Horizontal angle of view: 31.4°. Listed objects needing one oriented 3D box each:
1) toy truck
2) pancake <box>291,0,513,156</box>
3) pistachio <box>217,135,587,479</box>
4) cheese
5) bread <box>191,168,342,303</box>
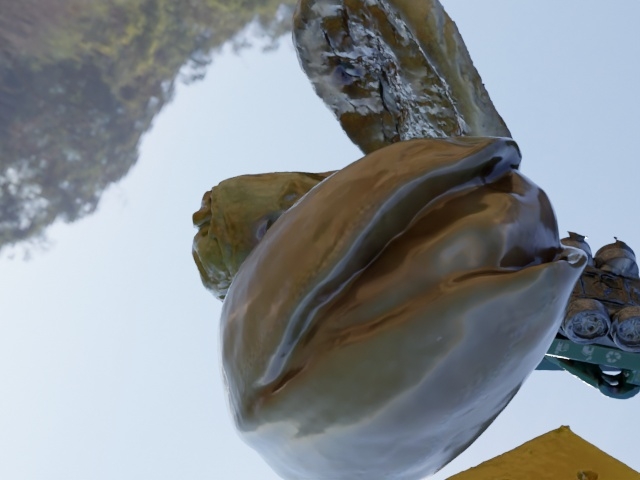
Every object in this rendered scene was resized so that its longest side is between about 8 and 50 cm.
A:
[{"bbox_3d":[0.410,0.119,1.480,0.177,0.363,0.178,-84,-176,-56],"label":"toy truck"},{"bbox_3d":[0.093,-0.176,1.358,0.065,0.356,0.356,-41,-168,-19],"label":"pancake"},{"bbox_3d":[0.034,0.052,0.647,0.162,0.181,0.293,53,-36,19],"label":"pistachio"},{"bbox_3d":[0.168,0.247,0.855,0.093,0.126,0.171,33,-45,50],"label":"cheese"},{"bbox_3d":[0.000,0.000,1.029,0.088,0.231,0.128,-166,-107,-77],"label":"bread"}]
